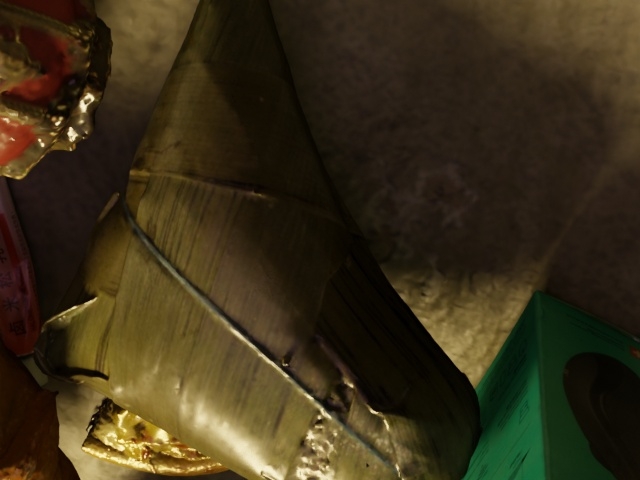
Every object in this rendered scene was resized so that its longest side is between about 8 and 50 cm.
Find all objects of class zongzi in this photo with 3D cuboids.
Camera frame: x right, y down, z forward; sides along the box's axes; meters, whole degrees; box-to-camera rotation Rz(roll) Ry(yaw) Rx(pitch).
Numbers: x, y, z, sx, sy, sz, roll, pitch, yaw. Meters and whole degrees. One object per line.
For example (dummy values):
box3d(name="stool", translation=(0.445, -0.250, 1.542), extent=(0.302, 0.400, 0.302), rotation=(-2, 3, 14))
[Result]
box3d(name="zongzi", translation=(0.000, 0.000, 1.365), extent=(0.323, 0.160, 0.360), rotation=(26, 109, 10))

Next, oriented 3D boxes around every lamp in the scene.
box3d(name="lamp", translation=(-0.278, -0.145, 1.312), extent=(0.274, 0.177, 0.177), rotation=(20, 118, -24))

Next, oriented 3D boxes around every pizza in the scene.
box3d(name="pizza", translation=(-0.114, 0.140, 1.524), extent=(0.160, 0.036, 0.099), rotation=(-2, 115, 10))

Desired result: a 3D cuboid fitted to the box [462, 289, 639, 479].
box3d(name="box", translation=(0.155, 0.204, 1.358), extent=(0.118, 0.311, 0.205), rotation=(24, 116, -8))

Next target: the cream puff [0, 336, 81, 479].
box3d(name="cream puff", translation=(-0.285, 0.153, 1.460), extent=(0.155, 0.241, 0.269), rotation=(-34, 130, -22))

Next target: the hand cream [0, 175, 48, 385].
box3d(name="hand cream", translation=(-0.245, 0.014, 1.491), extent=(0.052, 0.038, 0.216), rotation=(-19, 110, -13))
